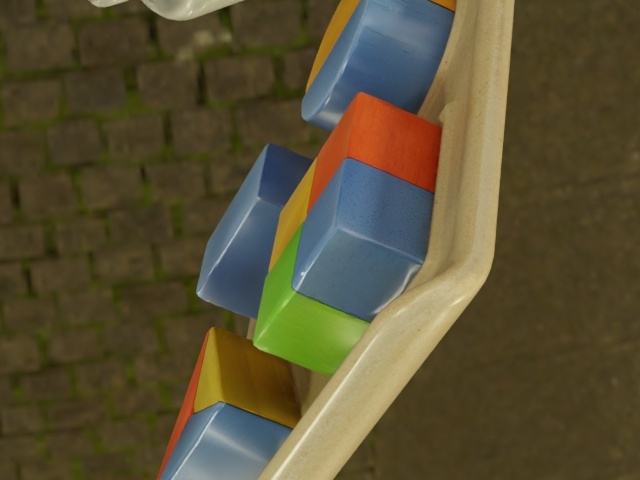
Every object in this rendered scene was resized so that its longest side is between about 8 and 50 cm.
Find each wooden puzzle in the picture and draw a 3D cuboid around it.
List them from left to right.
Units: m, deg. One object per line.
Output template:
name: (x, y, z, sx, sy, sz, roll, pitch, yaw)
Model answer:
wooden puzzle: (0.000, 0.000, 0.998, 0.080, 0.347, 0.322, 25, 133, -8)

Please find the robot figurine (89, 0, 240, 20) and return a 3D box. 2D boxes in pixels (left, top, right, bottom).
robot figurine: (-0.079, -0.340, 1.884, 0.353, 0.199, 0.300, -23, -175, -27)
